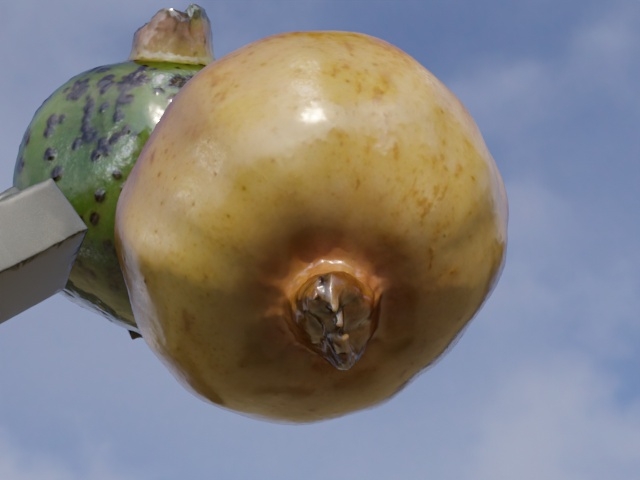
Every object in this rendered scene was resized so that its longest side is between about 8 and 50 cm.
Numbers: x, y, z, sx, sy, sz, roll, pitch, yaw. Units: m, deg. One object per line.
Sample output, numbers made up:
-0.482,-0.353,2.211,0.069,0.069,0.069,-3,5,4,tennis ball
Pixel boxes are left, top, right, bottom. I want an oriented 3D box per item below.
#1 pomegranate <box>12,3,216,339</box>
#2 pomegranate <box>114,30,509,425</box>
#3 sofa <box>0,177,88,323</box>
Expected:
-0.122,-0.052,1.439,0.254,0.271,0.254,4,-3,0,pomegranate
-0.003,-0.007,0.917,0.207,0.207,0.207,-10,-34,-7,pomegranate
-0.232,0.021,1.165,0.147,0.060,0.085,-30,-19,-34,sofa
